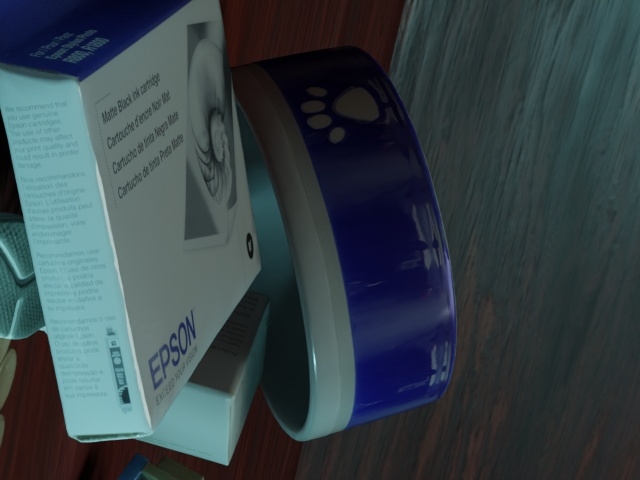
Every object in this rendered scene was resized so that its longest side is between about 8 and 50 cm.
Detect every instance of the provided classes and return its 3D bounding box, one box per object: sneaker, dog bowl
[{"bbox_3d":[-0.146,0.016,0.856,0.054,0.061,0.152,-66,163,-5],"label":"sneaker"},{"bbox_3d":[0.000,0.000,1.297,0.265,0.104,0.265,166,-90,-76],"label":"dog bowl"}]

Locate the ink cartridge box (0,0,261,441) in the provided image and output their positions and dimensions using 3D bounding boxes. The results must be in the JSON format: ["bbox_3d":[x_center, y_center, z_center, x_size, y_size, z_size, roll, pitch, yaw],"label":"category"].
[{"bbox_3d":[-0.087,-0.052,0.871,0.223,0.045,0.224,-60,142,-67],"label":"ink cartridge box"}]

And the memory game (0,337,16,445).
[{"bbox_3d":[-0.188,0.112,0.914,0.186,0.012,0.186,15,90,-84],"label":"memory game"}]

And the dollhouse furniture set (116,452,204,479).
[{"bbox_3d":[-0.071,0.349,1.289,0.303,0.286,0.198,-57,166,-31],"label":"dollhouse furniture set"}]

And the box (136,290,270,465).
[{"bbox_3d":[-0.095,0.084,1.265,0.102,0.101,0.087,96,11,-55],"label":"box"}]
